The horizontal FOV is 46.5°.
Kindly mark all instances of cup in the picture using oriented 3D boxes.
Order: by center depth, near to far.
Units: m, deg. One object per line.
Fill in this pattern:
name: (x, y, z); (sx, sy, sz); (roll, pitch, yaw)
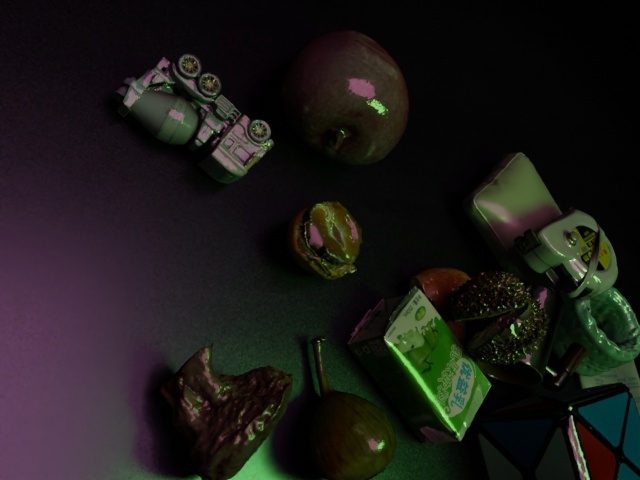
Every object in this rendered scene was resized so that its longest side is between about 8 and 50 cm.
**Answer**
cup: (0.453, 0.207, 1.574); (0.239, 0.166, 0.177); (16, 62, 12)

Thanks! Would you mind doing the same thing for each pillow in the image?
pillow: (0.475, -0.023, 1.729); (0.255, 0.120, 0.322); (-43, 105, -36)

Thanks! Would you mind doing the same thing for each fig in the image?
fig: (0.019, 0.292, 1.272); (0.151, 0.151, 0.259); (-15, 60, -40)

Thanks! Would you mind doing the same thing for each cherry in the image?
cherry: (0.051, -0.281, 1.434); (0.261, 0.221, 0.307); (32, 39, -28)

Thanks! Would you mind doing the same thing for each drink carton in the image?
drink carton: (0.190, 0.239, 1.421); (0.271, 0.108, 0.161); (52, 51, -11)

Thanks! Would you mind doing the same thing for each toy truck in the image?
toy truck: (-0.216, -0.202, 1.271); (0.256, 0.108, 0.140); (42, 66, -16)

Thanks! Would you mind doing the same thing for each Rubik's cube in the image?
Rubik's cube: (0.489, 0.438, 1.493); (0.248, 0.250, 0.246); (-5, 77, -37)

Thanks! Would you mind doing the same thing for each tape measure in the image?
tape measure: (0.551, 0.033, 1.613); (0.236, 0.120, 0.197); (-23, 77, -40)

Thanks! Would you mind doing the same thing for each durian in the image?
durian: (0.349, 0.142, 1.448); (0.196, 0.167, 0.196); (2, 86, -27)

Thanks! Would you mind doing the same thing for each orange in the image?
orange: (0.000, 0.000, 1.359); (0.170, 0.112, 0.160); (60, 33, -36)

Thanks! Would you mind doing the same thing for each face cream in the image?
face cream: (0.731, 0.452, 1.774); (0.234, 0.137, 0.420); (7, 62, -30)

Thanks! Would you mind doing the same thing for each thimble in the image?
thimble: (0.637, 0.204, 1.741); (0.235, 0.143, 0.198); (38, 48, -12)

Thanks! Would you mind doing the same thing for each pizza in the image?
pizza: (0.255, 0.152, 1.531); (0.154, 0.069, 0.194); (-4, 83, -39)

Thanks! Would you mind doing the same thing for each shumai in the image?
shumai: (-0.150, 0.250, 1.143); (0.175, 0.166, 0.206); (40, 49, 8)
